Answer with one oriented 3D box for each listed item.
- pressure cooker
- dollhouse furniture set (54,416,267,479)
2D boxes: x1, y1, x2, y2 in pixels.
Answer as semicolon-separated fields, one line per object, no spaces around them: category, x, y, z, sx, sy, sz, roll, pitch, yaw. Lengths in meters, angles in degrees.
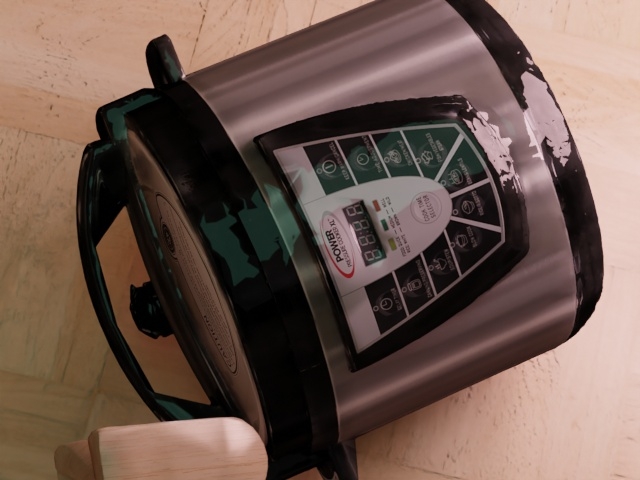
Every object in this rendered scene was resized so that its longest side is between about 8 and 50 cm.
pressure cooker;0.000;0.002;1.750;0.420;0.375;0.370;-22;45;-12
dollhouse furniture set;-0.121;0.361;1.607;0.256;0.362;0.394;-2;74;-34
